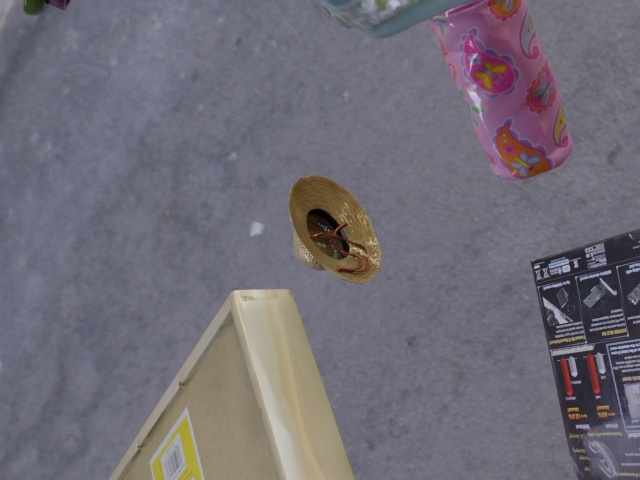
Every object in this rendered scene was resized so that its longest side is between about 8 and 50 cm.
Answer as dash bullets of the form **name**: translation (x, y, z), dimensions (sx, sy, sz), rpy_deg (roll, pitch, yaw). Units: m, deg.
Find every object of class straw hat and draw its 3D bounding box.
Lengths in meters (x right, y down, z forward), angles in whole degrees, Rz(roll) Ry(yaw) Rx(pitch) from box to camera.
- **straw hat**: translation (0.000, 0.000, 1.065), dimensions (0.061, 0.144, 0.145), rpy_deg (-37, 56, 39)

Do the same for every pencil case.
- **pencil case**: translation (0.232, -0.215, 1.170), dimensions (0.124, 0.284, 0.124), rpy_deg (-23, 30, 14)

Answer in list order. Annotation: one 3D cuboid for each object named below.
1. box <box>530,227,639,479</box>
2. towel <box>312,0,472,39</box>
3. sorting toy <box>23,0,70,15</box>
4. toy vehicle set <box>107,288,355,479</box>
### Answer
- **box**: translation (0.343, 0.103, 0.846), dimensions (0.307, 0.076, 0.243), rpy_deg (-27, 71, 60)
- **towel**: translation (0.058, -0.338, 0.778), dimensions (0.374, 0.320, 0.090), rpy_deg (-13, 48, 48)
- **sorting toy**: translation (-0.165, -0.185, 0.603), dimensions (0.102, 0.042, 0.061), rpy_deg (-57, 15, 38)
- **toy vehicle set**: translation (-0.062, 0.168, 0.518), dimensions (0.267, 0.035, 0.166), rpy_deg (-53, 46, 44)
